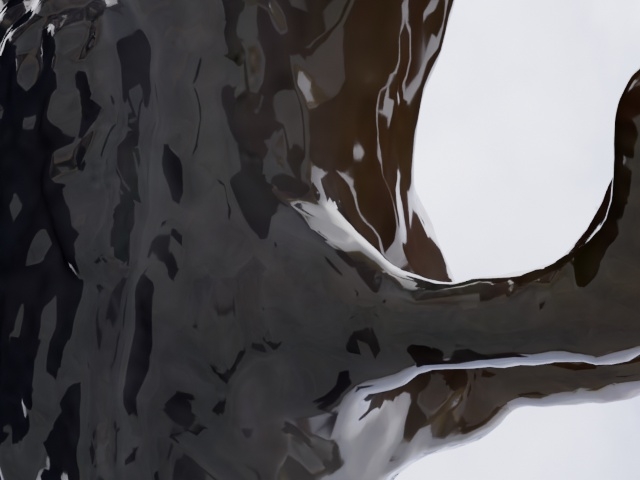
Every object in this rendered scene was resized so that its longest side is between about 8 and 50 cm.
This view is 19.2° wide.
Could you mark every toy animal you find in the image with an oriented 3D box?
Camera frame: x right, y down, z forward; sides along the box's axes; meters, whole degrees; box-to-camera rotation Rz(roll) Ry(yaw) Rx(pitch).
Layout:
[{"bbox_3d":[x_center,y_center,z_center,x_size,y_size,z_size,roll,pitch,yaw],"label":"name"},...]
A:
[{"bbox_3d":[0.000,0.000,0.403,0.185,0.122,0.298,11,-94,24],"label":"toy animal"}]
